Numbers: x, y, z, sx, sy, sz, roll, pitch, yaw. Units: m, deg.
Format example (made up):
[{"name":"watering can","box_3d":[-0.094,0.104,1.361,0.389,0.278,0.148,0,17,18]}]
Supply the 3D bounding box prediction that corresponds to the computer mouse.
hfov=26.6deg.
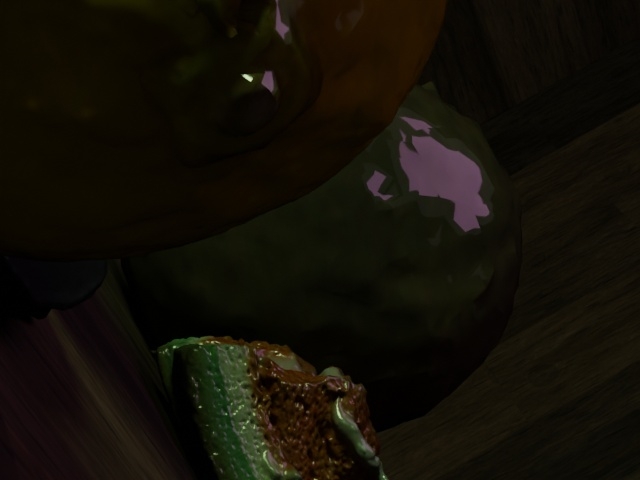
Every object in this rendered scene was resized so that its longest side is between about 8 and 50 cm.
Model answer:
[{"name":"computer mouse","box_3d":[-0.141,-0.016,0.651,0.106,0.062,0.192,61,-5,-5]}]

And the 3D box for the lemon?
[{"name":"lemon","box_3d":[-0.079,-0.121,0.421,0.253,0.253,0.310,64,-1,-42]}]

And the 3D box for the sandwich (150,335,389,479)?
[{"name":"sandwich","box_3d":[-0.033,0.141,1.084,0.185,0.160,0.109,64,-20,0]}]

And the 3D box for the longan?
[{"name":"longan","box_3d":[0.000,0.000,1.294,0.391,0.391,0.391,60,-4,7]}]
